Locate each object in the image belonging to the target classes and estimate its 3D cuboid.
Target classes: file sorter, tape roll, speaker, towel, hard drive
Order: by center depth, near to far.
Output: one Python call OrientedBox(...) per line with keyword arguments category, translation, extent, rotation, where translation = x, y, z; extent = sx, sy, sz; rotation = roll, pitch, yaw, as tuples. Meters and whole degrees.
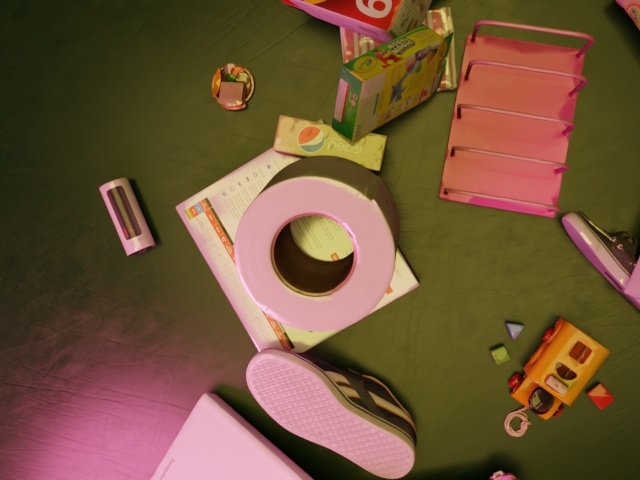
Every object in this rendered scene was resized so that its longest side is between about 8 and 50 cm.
OrientedBox(category="tape roll", translation=(0.000, 0.000, 1.374), extent=(0.246, 0.169, 0.246), rotation=(2, 106, 6))
OrientedBox(category="file sorter", translation=(0.320, -0.197, 1.437), extent=(0.202, 0.182, 0.290), rotation=(10, 92, 6))
OrientedBox(category="hard drive", translation=(-0.133, 0.456, 1.494), extent=(0.353, 0.047, 0.233), rotation=(34, 95, 32))
OrientedBox(category="towel", translation=(0.136, -0.323, 1.525), extent=(0.197, 0.029, 0.144), rotation=(-5, 91, 10))
OrientedBox(category="speaker", translation=(-0.347, -0.042, 1.578), extent=(0.055, 0.055, 0.136), rotation=(-22, 89, 6))

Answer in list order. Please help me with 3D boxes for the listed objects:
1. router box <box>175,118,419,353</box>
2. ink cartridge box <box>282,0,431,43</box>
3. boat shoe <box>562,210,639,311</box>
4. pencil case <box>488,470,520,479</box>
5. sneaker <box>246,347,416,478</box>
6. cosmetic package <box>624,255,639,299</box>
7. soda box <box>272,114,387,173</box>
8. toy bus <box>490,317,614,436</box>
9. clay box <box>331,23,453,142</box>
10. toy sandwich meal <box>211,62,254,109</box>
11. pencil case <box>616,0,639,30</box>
OrientedBox(category="router box", translation=(-0.038, 0.009, 1.531), extent=(0.301, 0.082, 0.335), rotation=(-30, 88, 6))
OrientedBox(category="ink cartridge box", translation=(0.075, -0.511, 1.448), extent=(0.272, 0.130, 0.309), rotation=(24, 96, 21))
OrientedBox(category="boat shoe", translation=(0.506, 0.026, 1.475), extent=(0.076, 0.080, 0.228), rotation=(-43, 88, -1))
OrientedBox(category="pencil case", translation=(0.177, 0.502, 1.483), extent=(0.386, 0.167, 0.160), rotation=(-11, 133, 7))
OrientedBox(category="sneaker", translation=(0.021, 0.278, 1.501), extent=(0.321, 0.127, 0.126), rotation=(35, 113, -4))
OrientedBox(category="cosmetic package", translation=(0.649, 0.032, 1.394), extent=(0.224, 0.138, 0.224), rotation=(23, 92, -12))
OrientedBox(category="soda box", translation=(0.017, -0.158, 1.451), extent=(0.181, 0.058, 0.061), rotation=(12, 90, 4))
OrientedBox(category="toy bus", translation=(0.395, 0.231, 1.477), extent=(0.191, 0.104, 0.202), rotation=(-11, 90, 7))
OrientedBox(category="clay box", translation=(0.119, -0.261, 1.416), extent=(0.053, 0.127, 0.222), rotation=(39, 53, 24))
OrientedBox(category="toy sandwich meal", translation=(-0.159, -0.275, 1.564), extent=(0.086, 0.029, 0.085), rotation=(0, 91, 6))
OrientedBox(category="pencil case", translation=(0.600, -0.332, 1.439), extent=(0.124, 0.124, 0.284), rotation=(-34, 87, 6))
